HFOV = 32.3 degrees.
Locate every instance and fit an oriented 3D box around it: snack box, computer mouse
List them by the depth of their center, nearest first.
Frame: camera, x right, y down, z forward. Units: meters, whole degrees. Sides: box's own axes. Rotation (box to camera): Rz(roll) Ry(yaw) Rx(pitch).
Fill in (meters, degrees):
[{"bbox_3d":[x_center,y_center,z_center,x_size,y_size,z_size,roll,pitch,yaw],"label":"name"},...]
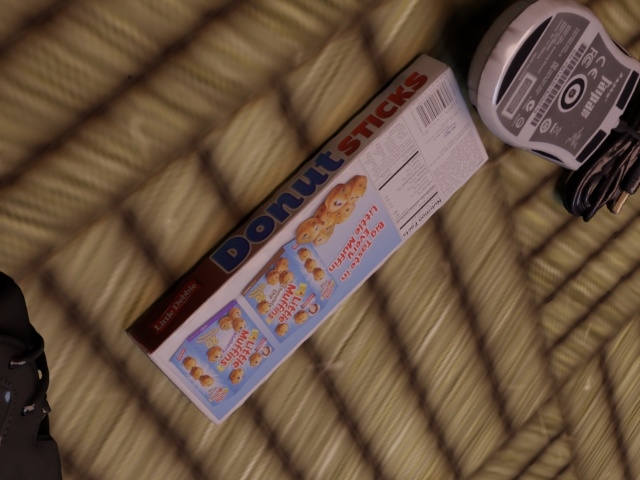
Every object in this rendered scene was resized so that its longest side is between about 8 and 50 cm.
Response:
[{"bbox_3d":[0.000,0.000,0.487,0.178,0.022,0.064,-44,138,-10],"label":"snack box"},{"bbox_3d":[0.122,-0.073,0.536,0.193,0.042,0.106,19,108,-52],"label":"computer mouse"}]

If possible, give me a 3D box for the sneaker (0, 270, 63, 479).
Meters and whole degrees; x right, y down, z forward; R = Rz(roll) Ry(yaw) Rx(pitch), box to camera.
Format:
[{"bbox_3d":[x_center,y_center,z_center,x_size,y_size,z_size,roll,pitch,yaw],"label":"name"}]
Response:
[{"bbox_3d":[-0.129,0.080,0.370,0.130,0.109,0.286,-48,140,-15],"label":"sneaker"}]
